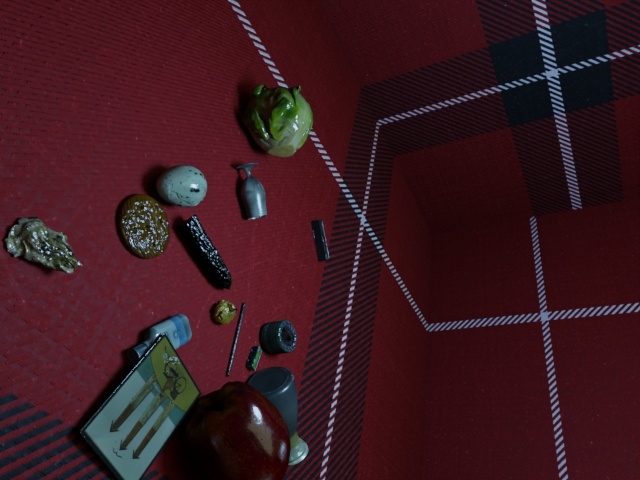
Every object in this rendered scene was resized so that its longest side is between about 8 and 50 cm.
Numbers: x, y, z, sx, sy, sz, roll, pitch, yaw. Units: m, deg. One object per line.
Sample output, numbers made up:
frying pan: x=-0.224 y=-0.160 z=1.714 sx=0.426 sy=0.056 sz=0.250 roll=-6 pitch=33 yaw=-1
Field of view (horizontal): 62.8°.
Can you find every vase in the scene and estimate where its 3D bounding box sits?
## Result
vase: x=-0.137 y=0.611 z=1.803 sx=0.173 sy=0.173 sz=0.321 roll=-49 pitch=128 yaw=-58

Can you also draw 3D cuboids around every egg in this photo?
egg: x=-0.416 y=-0.160 z=1.568 sx=0.164 sy=0.131 sz=0.131 roll=-21 pitch=100 yaw=-53

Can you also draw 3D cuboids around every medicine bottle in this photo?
medicine bottle: x=-0.438 y=0.273 z=1.439 sx=0.208 sy=0.054 sz=0.090 roll=-28 pitch=109 yaw=-62

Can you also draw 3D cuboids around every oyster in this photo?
oyster: x=-0.617 y=0.009 z=1.187 sx=0.166 sy=0.053 sz=0.108 roll=42 pitch=34 yaw=-41

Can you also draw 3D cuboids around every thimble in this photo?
thimble: x=-0.153 y=0.357 z=1.937 sx=0.135 sy=0.090 sz=0.118 roll=39 pitch=47 yaw=-54

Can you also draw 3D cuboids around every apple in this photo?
apple: x=-0.229 y=0.575 z=1.504 sx=0.316 sy=0.288 sz=0.288 roll=61 pitch=30 yaw=-17

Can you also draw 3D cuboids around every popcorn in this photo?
popcorn: x=-0.301 y=0.231 z=1.703 sx=0.084 sy=0.084 sz=0.084 roll=34 pitch=51 yaw=-55

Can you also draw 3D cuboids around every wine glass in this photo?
wine glass: x=-0.253 y=-0.180 z=1.944 sx=0.093 sy=0.093 sz=0.202 roll=-9 pitch=88 yaw=-64

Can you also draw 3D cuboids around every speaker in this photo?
speaker: x=0.000 y=0.000 z=2.434 sx=0.040 sy=0.046 sz=0.191 roll=-10 pitch=89 yaw=-63

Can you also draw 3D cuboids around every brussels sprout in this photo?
brussels sprout: x=-0.165 y=-0.478 z=2.046 sx=0.227 sy=0.260 sz=0.294 roll=3 pitch=77 yaw=-70

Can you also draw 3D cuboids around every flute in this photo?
flute: x=-0.284 y=0.329 z=1.774 sx=0.014 sy=0.014 sz=0.269 roll=50 pitch=38 yaw=-45

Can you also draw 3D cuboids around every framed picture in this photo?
framed picture: x=-0.445 y=0.436 z=1.350 sx=0.324 sy=0.013 sz=0.244 roll=-57 pitch=136 yaw=-47

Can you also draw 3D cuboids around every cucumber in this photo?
cucumber: x=-0.355 y=0.050 z=1.672 sx=0.300 sy=0.072 sz=0.072 roll=63 pitch=30 yaw=-29

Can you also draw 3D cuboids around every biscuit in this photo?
biscuit: x=-0.493 y=-0.041 z=1.480 sx=0.188 sy=0.027 sz=0.187 roll=32 pitch=53 yaw=-55

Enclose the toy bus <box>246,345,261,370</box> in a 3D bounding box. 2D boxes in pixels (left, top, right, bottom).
toy bus: x=-0.231 y=0.409 z=1.830 sx=0.083 sy=0.031 sz=0.037 roll=-73 pitch=150 yaw=-44
